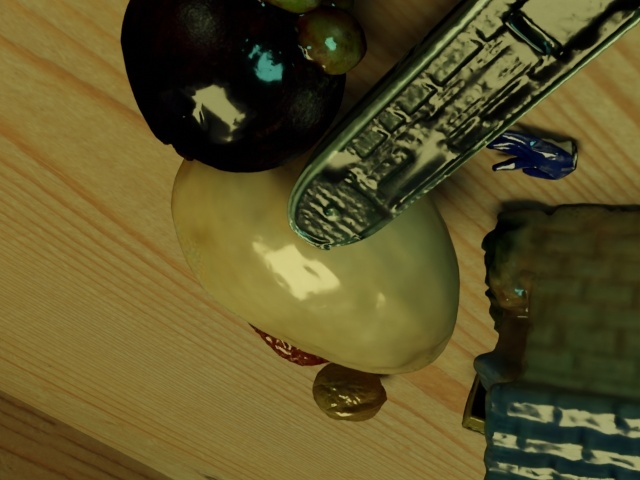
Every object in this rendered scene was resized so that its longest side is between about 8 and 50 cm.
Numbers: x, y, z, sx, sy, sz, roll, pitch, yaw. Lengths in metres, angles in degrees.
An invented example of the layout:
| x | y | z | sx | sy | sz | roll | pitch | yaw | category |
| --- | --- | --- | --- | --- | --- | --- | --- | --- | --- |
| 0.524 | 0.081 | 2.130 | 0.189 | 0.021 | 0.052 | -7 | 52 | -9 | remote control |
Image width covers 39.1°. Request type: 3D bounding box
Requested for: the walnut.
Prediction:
| x | y | z | sx | sy | sz | roll | pitch | yaw | category |
| --- | --- | --- | --- | --- | --- | --- | --- | --- | --- |
| 0.048 | 0.249 | 1.472 | 0.124 | 0.105 | 0.105 | 5 | 149 | 19 | walnut |

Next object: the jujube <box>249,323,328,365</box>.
| x | y | z | sx | sy | sz | roll | pitch | yaw | category |
| --- | --- | --- | --- | --- | --- | --- | --- | --- | --- |
| -0.042 | 0.102 | 1.265 | 0.112 | 0.109 | 0.176 | -35 | 119 | 16 | jujube |

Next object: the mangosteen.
| x | y | z | sx | sy | sz | roll | pitch | yaw | category |
| --- | --- | --- | --- | --- | --- | --- | --- | --- | --- |
| -0.053 | -0.166 | 0.718 | 0.194 | 0.194 | 0.230 | 32 | 116 | -21 | mangosteen |

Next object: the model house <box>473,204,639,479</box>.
| x | y | z | sx | sy | sz | roll | pitch | yaw | category |
| --- | --- | --- | --- | --- | --- | --- | --- | --- | --- |
| 0.357 | 0.242 | 0.925 | 0.395 | 0.400 | 0.445 | 2 | 148 | 27 | model house |

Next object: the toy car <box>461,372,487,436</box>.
| x | y | z | sx | sy | sz | roll | pitch | yaw | category |
| --- | --- | --- | --- | --- | --- | --- | --- | --- | --- |
| 0.335 | 0.264 | 1.299 | 0.257 | 0.101 | 0.124 | 19 | 157 | 7 | toy car |

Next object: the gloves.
| x | y | z | sx | sy | sz | roll | pitch | yaw | category |
| --- | --- | --- | --- | --- | --- | --- | --- | --- | --- |
| 0.197 | -0.078 | 0.846 | 0.086 | 0.026 | 0.064 | 13 | 154 | 13 | gloves |

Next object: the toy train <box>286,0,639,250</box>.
| x | y | z | sx | sy | sz | roll | pitch | yaw | category |
| --- | --- | --- | --- | --- | --- | --- | --- | --- | --- |
| 0.105 | -0.123 | 0.657 | 0.086 | 0.088 | 0.407 | 36 | 135 | -14 | toy train |

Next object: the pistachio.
| x | y | z | sx | sy | sz | roll | pitch | yaw | category |
| --- | --- | --- | --- | --- | --- | --- | --- | --- | --- |
| 0.000 | 0.000 | 0.894 | 0.309 | 0.230 | 0.230 | 43 | 147 | -19 | pistachio |
